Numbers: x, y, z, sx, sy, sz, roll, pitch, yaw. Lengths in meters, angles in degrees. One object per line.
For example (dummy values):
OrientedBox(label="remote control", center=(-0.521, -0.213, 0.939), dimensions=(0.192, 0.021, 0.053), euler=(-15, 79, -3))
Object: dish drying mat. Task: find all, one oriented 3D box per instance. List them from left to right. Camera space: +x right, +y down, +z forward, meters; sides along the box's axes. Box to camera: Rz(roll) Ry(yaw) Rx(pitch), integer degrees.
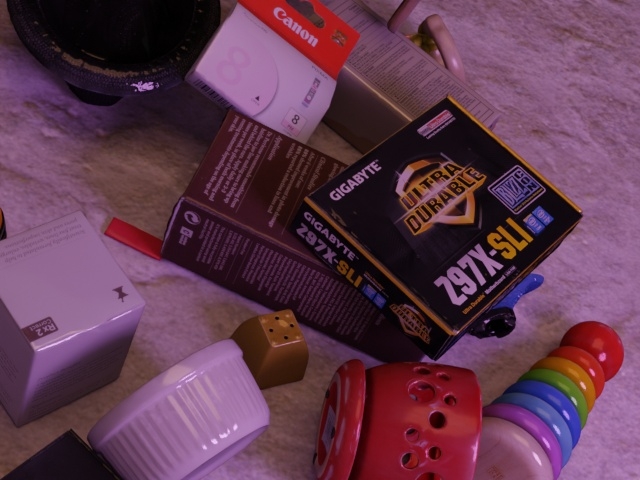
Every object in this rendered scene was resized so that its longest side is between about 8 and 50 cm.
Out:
OrientedBox(label="dish drying mat", center=(-0.246, -0.002, 1.836), dimensions=(0.083, 0.008, 0.032), euler=(27, 50, -2))

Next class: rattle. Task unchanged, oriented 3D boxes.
OrientedBox(label="rattle", center=(0.171, -0.242, 2.139), dimensions=(0.142, 0.130, 0.200), euler=(-22, 91, -21))

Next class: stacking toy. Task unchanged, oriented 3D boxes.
OrientedBox(label="stacking toy", center=(0.311, 0.211, 1.816), dimensions=(0.141, 0.141, 0.330), euler=(40, 48, 10))

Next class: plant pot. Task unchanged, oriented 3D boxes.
OrientedBox(label="plant pot", center=(-0.061, 0.132, 1.757), dimensions=(0.081, 0.083, 0.081), euler=(-11, 59, -27))
OrientedBox(label="plant pot", center=(0.091, 0.235, 1.672), dimensions=(0.174, 0.191, 0.191), euler=(13, 51, -8))

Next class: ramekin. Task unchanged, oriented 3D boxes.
OrientedBox(label="ramekin", center=(-0.156, 0.216, 1.586), dimensions=(0.207, 0.207, 0.109), euler=(-28, 77, -35))

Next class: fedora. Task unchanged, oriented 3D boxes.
OrientedBox(label="fedora", center=(-0.302, -0.312, 1.951), dimensions=(0.334, 0.152, 0.334), euler=(9, 58, -15))

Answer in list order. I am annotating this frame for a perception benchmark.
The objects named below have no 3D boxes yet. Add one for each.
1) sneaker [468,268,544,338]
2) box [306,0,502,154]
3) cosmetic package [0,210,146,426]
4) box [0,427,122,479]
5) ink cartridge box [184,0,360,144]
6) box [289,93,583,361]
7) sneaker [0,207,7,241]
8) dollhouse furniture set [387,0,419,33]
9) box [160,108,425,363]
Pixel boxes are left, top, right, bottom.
OrientedBox(label="sneaker", center=(0.262, 0.094, 1.924), dimensions=(0.152, 0.058, 0.084), euler=(-14, 55, -24))
OrientedBox(label="box", center=(0.098, -0.217, 2.054), dimensions=(0.311, 0.121, 0.148), euler=(41, 52, 11))
OrientedBox(label="cosmetic package", center=(-0.323, 0.093, 1.621), dimensions=(0.151, 0.184, 0.151), euler=(-25, 67, -34))
OrientedBox(label="box", center=(-0.284, 0.325, 1.492), dimensions=(0.184, 0.045, 0.190), euler=(44, 50, 14))
OrientedBox(label="ink cartridge box", center=(-0.055, -0.261, 1.910), dimensions=(0.189, 0.066, 0.232), euler=(37, 72, -16))
OrientedBox(label="box", center=(0.158, -0.025, 1.789), dimensions=(0.257, 0.079, 0.322), euler=(44, 50, 11))
OrientedBox(label="sneaker", center=(-0.460, 0.031, 1.682), dimensions=(0.084, 0.083, 0.215), euler=(29, 51, 0))
OrientedBox(label="dollhouse furniture set", center=(0.024, -0.518, 2.117), dimensions=(0.362, 0.256, 0.394), euler=(35, 43, -6))
OrientedBox(label="box", center=(0.000, 0.000, 1.842), dimensions=(0.381, 0.143, 0.191), euler=(25, 49, -1))
